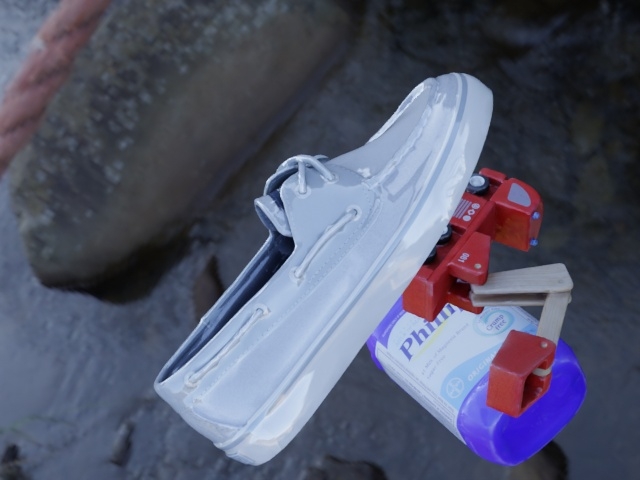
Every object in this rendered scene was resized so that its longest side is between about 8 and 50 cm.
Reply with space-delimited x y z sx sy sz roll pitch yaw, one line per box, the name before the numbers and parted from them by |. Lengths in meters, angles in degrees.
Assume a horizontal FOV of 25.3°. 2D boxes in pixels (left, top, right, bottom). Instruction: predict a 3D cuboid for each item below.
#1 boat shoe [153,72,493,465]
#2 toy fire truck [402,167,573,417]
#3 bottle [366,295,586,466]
boat shoe | 0.000 0.000 0.578 0.184 0.063 0.066 -54 15 -1
toy fire truck | 0.135 0.031 1.057 0.135 0.047 0.192 22 49 24
bottle | 0.102 0.077 1.242 0.118 0.092 0.283 -41 44 -8
